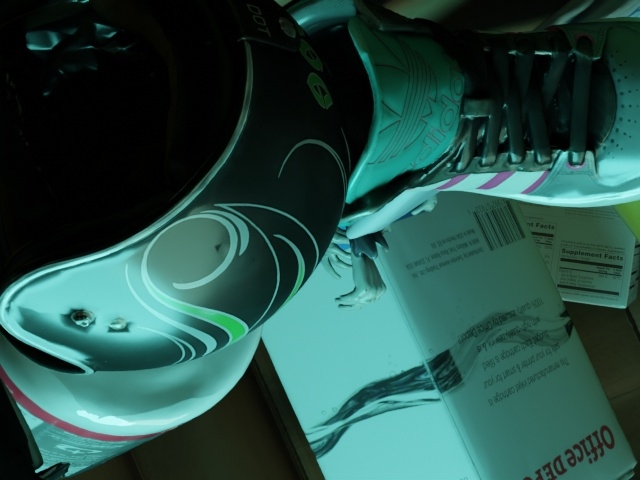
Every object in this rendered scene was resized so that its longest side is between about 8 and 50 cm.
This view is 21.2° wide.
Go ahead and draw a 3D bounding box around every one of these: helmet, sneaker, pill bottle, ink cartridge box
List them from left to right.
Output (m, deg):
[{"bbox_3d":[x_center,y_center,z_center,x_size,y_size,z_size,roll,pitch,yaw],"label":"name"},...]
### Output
[{"bbox_3d":[-0.173,0.064,1.128,0.176,0.176,0.318,-22,175,-29],"label":"pill bottle"},{"bbox_3d":[-0.072,-0.027,0.668,0.169,0.169,0.161,-24,159,3],"label":"helmet"},{"bbox_3d":[0.103,0.098,1.607,0.166,0.395,0.285,-28,174,33],"label":"ink cartridge box"},{"bbox_3d":[0.077,-0.072,0.901,0.296,0.123,0.178,-1,-175,21],"label":"sneaker"}]

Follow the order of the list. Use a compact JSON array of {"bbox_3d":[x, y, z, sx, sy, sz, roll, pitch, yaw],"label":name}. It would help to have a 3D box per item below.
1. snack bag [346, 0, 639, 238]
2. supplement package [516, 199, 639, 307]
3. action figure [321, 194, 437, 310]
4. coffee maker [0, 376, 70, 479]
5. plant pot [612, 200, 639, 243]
[{"bbox_3d":[0.197,-0.146,1.147,0.342,0.037,0.323,-32,172,-45],"label":"snack bag"},{"bbox_3d":[0.258,-0.011,2.085,0.262,0.145,0.204,8,-176,13],"label":"supplement package"},{"bbox_3d":[-0.002,-0.022,1.270,0.276,0.141,0.164,-24,-172,5],"label":"action figure"},{"bbox_3d":[-0.221,0.068,0.886,0.120,0.178,0.171,-25,178,-8],"label":"coffee maker"},{"bbox_3d":[0.398,-0.102,1.856,0.254,0.239,0.254,-25,175,-2],"label":"plant pot"}]
